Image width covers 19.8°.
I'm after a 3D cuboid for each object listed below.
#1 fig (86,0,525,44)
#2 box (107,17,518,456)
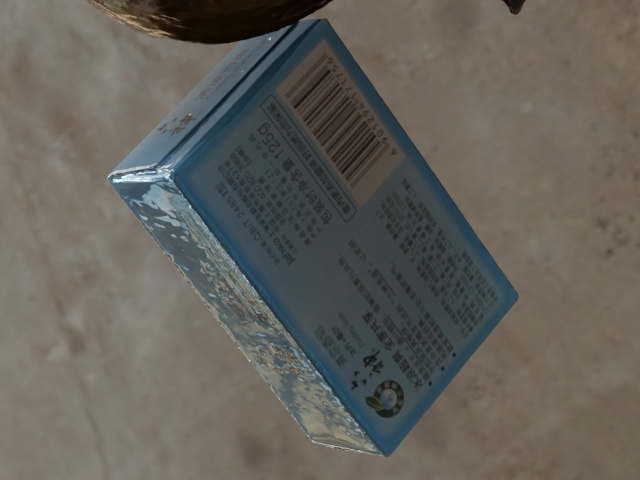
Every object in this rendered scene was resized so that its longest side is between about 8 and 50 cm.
[{"bbox_3d":[-0.035,-0.162,0.990,0.290,0.190,0.191,48,139,25],"label":"fig"},{"bbox_3d":[0.000,0.000,1.108,0.083,0.142,0.232,2,134,54],"label":"box"}]
